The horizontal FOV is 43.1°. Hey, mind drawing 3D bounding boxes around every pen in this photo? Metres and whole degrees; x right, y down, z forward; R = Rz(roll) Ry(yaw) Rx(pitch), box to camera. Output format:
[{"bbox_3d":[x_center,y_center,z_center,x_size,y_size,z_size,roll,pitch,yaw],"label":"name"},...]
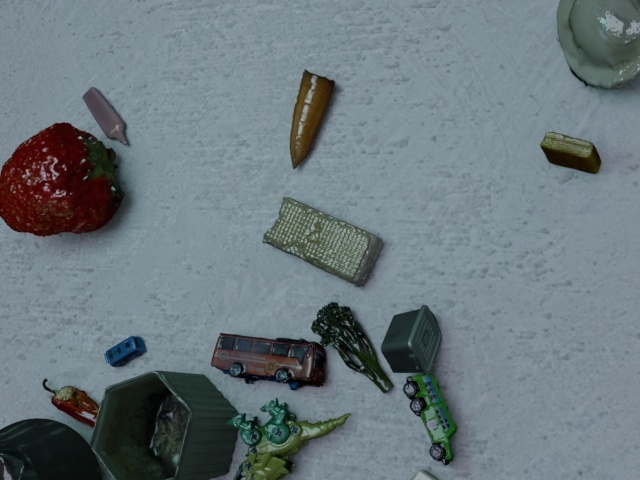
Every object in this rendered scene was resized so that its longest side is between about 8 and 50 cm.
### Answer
[{"bbox_3d":[-0.503,-0.289,1.917,0.053,0.032,0.197,-43,62,9],"label":"pen"}]

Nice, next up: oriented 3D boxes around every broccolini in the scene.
[{"bbox_3d":[0.064,0.198,1.521,0.091,0.068,0.203,-41,64,-11],"label":"broccolini"}]

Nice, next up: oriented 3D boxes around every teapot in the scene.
[{"bbox_3d":[-0.646,0.514,1.569,0.376,0.362,0.305,-32,73,1],"label":"teapot"}]

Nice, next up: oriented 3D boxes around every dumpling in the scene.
[{"bbox_3d":[0.495,-0.359,1.426,0.172,0.142,0.247,-60,42,37],"label":"dumpling"}]

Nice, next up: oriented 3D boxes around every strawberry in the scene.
[{"bbox_3d":[-0.592,-0.121,1.796,0.277,0.257,0.257,-26,68,5],"label":"strawberry"}]

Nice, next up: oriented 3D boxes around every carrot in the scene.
[{"bbox_3d":[-0.026,-0.245,1.672,0.072,0.072,0.205,14,90,27],"label":"carrot"}]

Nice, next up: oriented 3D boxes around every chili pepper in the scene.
[{"bbox_3d":[-0.513,0.366,1.758,0.268,0.059,0.050,21,125,24],"label":"chili pepper"}]

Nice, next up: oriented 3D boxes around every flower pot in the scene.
[{"bbox_3d":[-0.296,0.371,1.576,0.239,0.190,0.209,42,97,28],"label":"flower pot"}]

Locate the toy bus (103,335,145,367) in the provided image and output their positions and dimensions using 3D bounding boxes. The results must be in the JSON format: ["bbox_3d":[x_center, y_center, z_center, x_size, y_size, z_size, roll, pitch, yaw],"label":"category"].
[{"bbox_3d":[-0.422,0.239,1.744,0.083,0.046,0.038,-30,67,14],"label":"toy bus"}]

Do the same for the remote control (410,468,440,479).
[{"bbox_3d":[0.239,0.491,1.378,0.230,0.049,0.090,34,94,27],"label":"remote control"}]

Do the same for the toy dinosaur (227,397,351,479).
[{"bbox_3d":[-0.067,0.367,1.531,0.259,0.094,0.153,-35,66,5],"label":"toy dinosaur"}]

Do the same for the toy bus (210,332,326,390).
[{"bbox_3d":[-0.101,0.235,1.586,0.235,0.073,0.096,1,71,26],"label":"toy bus"}]

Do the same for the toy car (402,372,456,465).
[{"bbox_3d":[0.200,0.313,1.430,0.063,0.071,0.165,-23,68,3],"label":"toy car"}]

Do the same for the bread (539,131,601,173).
[{"bbox_3d":[0.438,-0.152,1.415,0.090,0.094,0.035,20,86,30],"label":"bread"}]

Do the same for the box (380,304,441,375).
[{"bbox_3d":[0.162,0.181,1.451,0.069,0.084,0.122,-13,29,32],"label":"box"}]

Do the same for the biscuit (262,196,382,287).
[{"bbox_3d":[0.000,0.000,1.598,0.239,0.062,0.108,25,89,28],"label":"biscuit"}]
